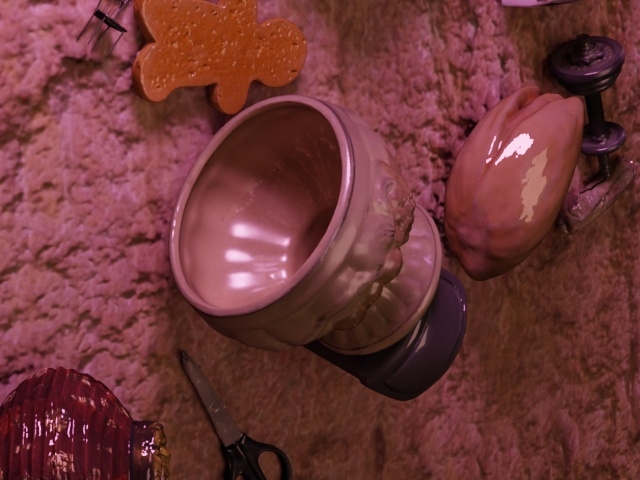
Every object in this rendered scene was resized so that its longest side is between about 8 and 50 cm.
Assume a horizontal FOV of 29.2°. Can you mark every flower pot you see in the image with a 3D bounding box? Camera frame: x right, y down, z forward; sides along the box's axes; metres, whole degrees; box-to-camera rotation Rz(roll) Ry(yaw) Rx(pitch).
[{"bbox_3d":[0.000,0.000,1.457,0.244,0.307,0.307,30,84,-44],"label":"flower pot"}]

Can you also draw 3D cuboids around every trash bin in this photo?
[{"bbox_3d":[0.075,0.098,1.589,0.101,0.236,0.177,26,87,-40],"label":"trash bin"}]

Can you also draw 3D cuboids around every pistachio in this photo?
[{"bbox_3d":[0.271,-0.081,1.741,0.181,0.162,0.293,31,80,-57],"label":"pistachio"}]

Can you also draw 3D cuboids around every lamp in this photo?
[{"bbox_3d":[-0.280,0.260,1.362,0.247,0.247,0.247,-12,111,-35],"label":"lamp"}]

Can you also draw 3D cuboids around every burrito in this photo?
[{"bbox_3d":[0.446,-0.075,1.954,0.188,0.045,0.058,-36,148,-27],"label":"burrito"}]

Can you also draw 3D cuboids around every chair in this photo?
[{"bbox_3d":[-0.233,-0.249,1.367,0.037,0.042,0.086,35,81,-43],"label":"chair"}]

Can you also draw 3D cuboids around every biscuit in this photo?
[{"bbox_3d":[-0.120,-0.231,1.466,0.240,0.035,0.158,0,105,-38],"label":"biscuit"}]

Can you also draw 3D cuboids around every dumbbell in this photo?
[{"bbox_3d":[0.416,-0.200,1.861,0.110,0.110,0.254,-38,130,-24],"label":"dumbbell"}]

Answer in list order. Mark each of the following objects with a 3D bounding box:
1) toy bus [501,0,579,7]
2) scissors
[{"bbox_3d":[0.315,-0.488,1.664,0.097,0.138,0.343,-13,109,-38],"label":"toy bus"},{"bbox_3d":[-0.121,0.255,1.623,0.109,0.022,0.300,-42,124,-25],"label":"scissors"}]
